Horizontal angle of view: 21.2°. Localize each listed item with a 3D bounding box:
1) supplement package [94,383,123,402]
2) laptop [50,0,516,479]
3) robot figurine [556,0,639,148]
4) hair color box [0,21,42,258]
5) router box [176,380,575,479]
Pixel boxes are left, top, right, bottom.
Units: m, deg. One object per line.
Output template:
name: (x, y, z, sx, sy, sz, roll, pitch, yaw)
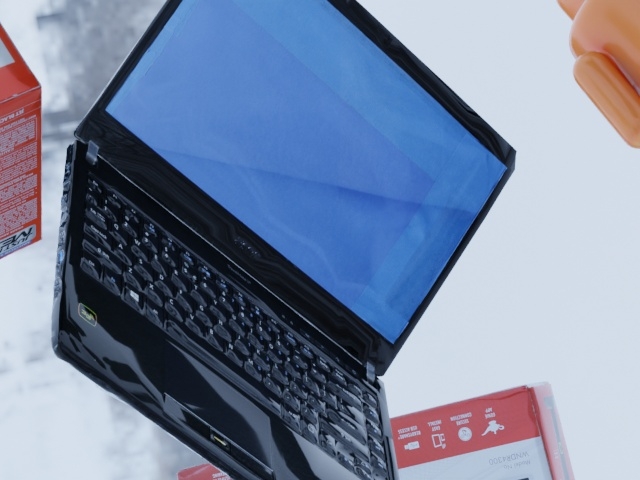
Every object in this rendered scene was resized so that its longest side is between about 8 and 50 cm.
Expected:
supplement package: (-0.084, 0.044, 1.670, 0.263, 0.199, 0.198, -57, 163, -23)
laptop: (0.000, 0.000, 0.853, 0.234, 0.136, 0.264, 39, 23, -27)
robot figurine: (0.263, -0.131, 1.187, 0.219, 0.128, 0.158, 50, 26, 20)
hair color box: (-0.197, -0.065, 0.952, 0.093, 0.053, 0.167, 56, -24, 20)
router box: (0.070, 0.305, 1.468, 0.082, 0.335, 0.301, 7, 67, -69)
